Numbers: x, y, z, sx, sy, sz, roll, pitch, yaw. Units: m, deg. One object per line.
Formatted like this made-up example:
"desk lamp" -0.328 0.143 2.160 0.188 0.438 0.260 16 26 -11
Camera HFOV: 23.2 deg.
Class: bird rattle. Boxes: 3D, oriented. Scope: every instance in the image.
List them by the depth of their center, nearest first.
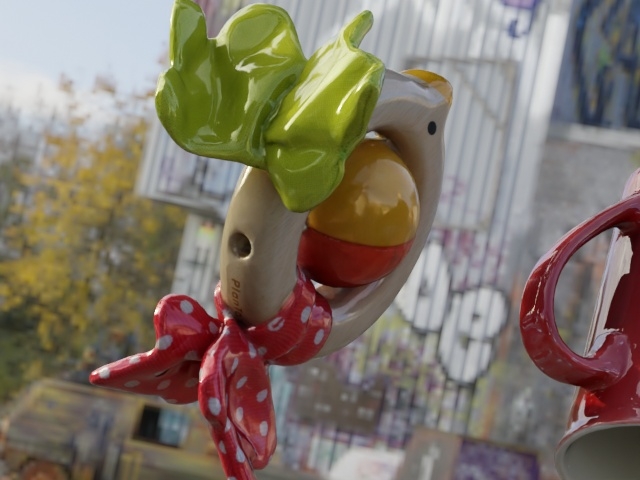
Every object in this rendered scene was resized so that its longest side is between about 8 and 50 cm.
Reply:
"bird rattle" 0.000 0.000 0.818 0.143 0.254 0.207 17 21 37

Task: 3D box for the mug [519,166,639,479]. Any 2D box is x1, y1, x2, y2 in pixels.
"mug" 0.182 0.037 0.790 0.113 0.169 0.150 -4 -37 31
